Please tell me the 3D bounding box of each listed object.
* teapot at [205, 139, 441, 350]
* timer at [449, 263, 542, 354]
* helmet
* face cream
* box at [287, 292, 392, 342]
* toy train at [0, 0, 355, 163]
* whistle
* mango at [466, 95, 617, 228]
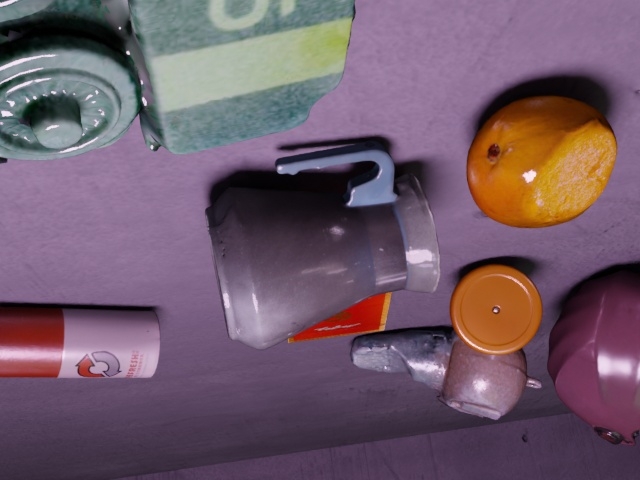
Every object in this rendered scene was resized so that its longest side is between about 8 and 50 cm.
[{"bbox_3d":[0.000,0.000,0.777,0.225,0.171,0.203,-12,127,-10],"label":"teapot"},{"bbox_3d":[0.259,0.097,1.147,0.132,0.132,0.152,-11,180,6],"label":"timer"},{"bbox_3d":[0.477,0.178,1.232,0.197,0.271,0.338,24,159,0],"label":"helmet"},{"bbox_3d":[-0.338,0.141,1.034,0.214,0.096,0.096,5,153,-27],"label":"face cream"},{"bbox_3d":[0.018,0.067,1.026,0.153,0.074,0.240,-11,156,-4],"label":"box"},{"bbox_3d":[-0.098,-0.161,0.370,0.238,0.167,0.299,-15,159,-11],"label":"toy train"},{"bbox_3d":[0.229,0.214,1.367,0.347,0.189,0.189,11,157,7],"label":"whistle"},{"bbox_3d":[0.218,-0.072,0.742,0.141,0.102,0.217,-42,150,13],"label":"mango"}]
